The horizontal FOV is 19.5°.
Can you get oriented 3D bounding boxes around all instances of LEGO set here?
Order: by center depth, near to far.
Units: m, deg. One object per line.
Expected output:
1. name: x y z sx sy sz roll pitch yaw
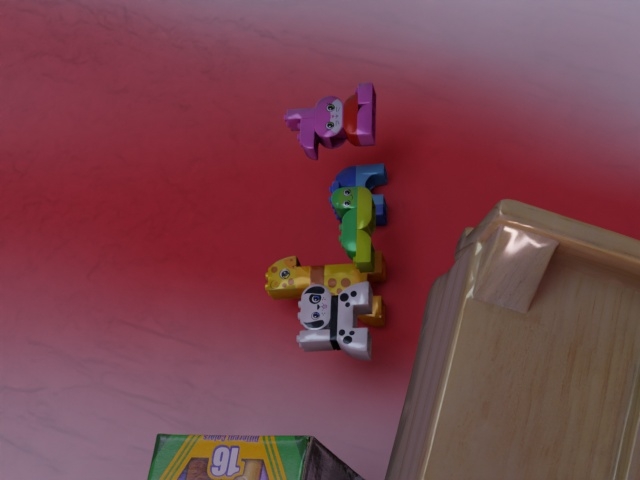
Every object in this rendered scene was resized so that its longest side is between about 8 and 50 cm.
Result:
1. LEGO set: 0.000 0.000 1.445 0.093 0.087 0.227 -4 62 11

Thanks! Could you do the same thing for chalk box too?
1. chalk box: -0.053 0.257 1.312 0.132 0.132 0.213 -1 63 29

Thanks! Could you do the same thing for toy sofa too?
1. toy sofa: 0.129 0.171 1.253 0.150 0.177 0.362 17 70 -5
